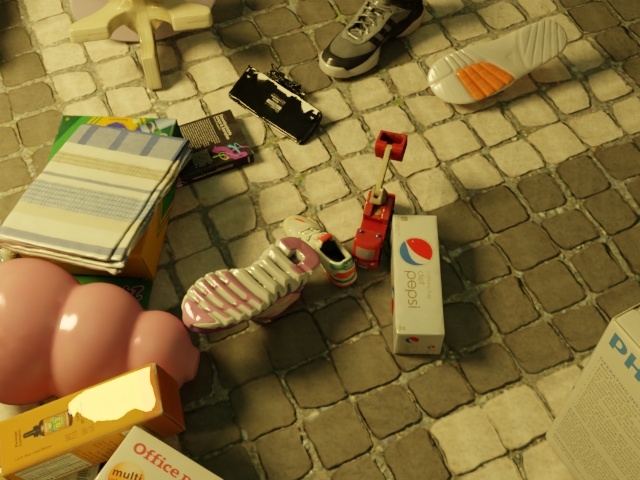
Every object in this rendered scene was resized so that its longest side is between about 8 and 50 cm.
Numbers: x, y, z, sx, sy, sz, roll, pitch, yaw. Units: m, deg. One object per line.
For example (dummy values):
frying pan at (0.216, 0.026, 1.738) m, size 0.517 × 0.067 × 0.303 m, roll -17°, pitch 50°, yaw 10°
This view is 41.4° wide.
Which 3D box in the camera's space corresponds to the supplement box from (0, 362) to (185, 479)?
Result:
supplement box at (-0.299, 0.243, 1.102) m, size 0.233 × 0.080 × 0.078 m, roll -20°, pitch 57°, yaw 5°

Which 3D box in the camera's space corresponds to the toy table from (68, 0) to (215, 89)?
toy table at (-0.326, -0.427, 1.561) m, size 0.274 × 0.252 × 0.161 m, roll -18°, pitch 40°, yaw 3°

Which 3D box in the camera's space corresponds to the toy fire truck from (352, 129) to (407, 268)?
toy fire truck at (0.094, -0.065, 1.357) m, size 0.047 × 0.135 × 0.192 m, roll 13°, pitch 57°, yaw 9°

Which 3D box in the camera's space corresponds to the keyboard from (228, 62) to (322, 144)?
keyboard at (-0.073, -0.254, 1.559) m, size 0.192 × 0.038 × 0.100 m, roll 37°, pitch 87°, yaw 22°

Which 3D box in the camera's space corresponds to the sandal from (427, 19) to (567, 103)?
sandal at (0.327, -0.317, 1.561) m, size 0.265 × 0.076 × 0.102 m, roll -22°, pitch 81°, yaw -1°

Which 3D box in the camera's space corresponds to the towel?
towel at (-0.334, -0.072, 1.280) m, size 0.209 × 0.034 × 0.285 m, roll 11°, pitch 47°, yaw 12°

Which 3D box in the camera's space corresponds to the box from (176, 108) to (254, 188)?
box at (-0.211, -0.161, 1.491) m, size 0.162 × 0.029 × 0.116 m, roll -21°, pitch 59°, yaw -11°

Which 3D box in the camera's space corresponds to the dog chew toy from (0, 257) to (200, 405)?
dog chew toy at (-0.336, 0.143, 1.193) m, size 0.331 × 0.207 × 0.207 m, roll 11°, pitch 56°, yaw -2°

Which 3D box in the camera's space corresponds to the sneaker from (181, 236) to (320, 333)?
sneaker at (-0.103, 0.087, 1.262) m, size 0.236 × 0.105 × 0.095 m, roll -27°, pitch 60°, yaw -36°

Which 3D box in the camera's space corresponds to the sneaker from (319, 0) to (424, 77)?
sneaker at (0.097, -0.427, 1.593) m, size 0.101 × 0.153 × 0.268 m, roll 38°, pitch 64°, yaw 24°

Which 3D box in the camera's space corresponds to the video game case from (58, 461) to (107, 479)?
video game case at (-0.411, 0.381, 1.116) m, size 0.210 × 0.042 × 0.232 m, roll 4°, pitch 56°, yaw 3°

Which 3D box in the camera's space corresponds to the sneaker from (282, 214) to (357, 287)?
sneaker at (0.000, 0.000, 1.350) m, size 0.057 × 0.075 × 0.161 m, roll -34°, pitch 62°, yaw -21°

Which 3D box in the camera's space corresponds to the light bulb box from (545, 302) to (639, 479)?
light bulb box at (0.515, 0.182, 1.049) m, size 0.357 × 0.361 × 0.225 m, roll -27°, pitch 60°, yaw -17°

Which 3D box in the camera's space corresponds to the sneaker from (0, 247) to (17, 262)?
sneaker at (-0.509, 0.048, 1.346) m, size 0.058 × 0.052 × 0.135 m, roll 34°, pitch 70°, yaw 10°

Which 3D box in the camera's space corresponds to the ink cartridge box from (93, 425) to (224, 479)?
ink cartridge box at (-0.223, 0.381, 1.014) m, size 0.171 × 0.168 × 0.233 m, roll 30°, pitch 56°, yaw 6°

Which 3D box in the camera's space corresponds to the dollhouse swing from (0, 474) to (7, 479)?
dollhouse swing at (-0.349, 0.431, 0.881) m, size 0.304 × 0.347 × 0.315 m, roll 24°, pitch 39°, yaw -18°

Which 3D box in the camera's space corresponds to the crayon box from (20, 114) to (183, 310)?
crayon box at (-0.351, -0.053, 1.368) m, size 0.203 × 0.083 × 0.323 m, roll 3°, pitch 60°, yaw 7°

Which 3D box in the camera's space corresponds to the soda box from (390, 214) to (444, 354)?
soda box at (0.147, 0.065, 1.309) m, size 0.073 × 0.069 × 0.216 m, roll 1°, pitch 57°, yaw 1°
